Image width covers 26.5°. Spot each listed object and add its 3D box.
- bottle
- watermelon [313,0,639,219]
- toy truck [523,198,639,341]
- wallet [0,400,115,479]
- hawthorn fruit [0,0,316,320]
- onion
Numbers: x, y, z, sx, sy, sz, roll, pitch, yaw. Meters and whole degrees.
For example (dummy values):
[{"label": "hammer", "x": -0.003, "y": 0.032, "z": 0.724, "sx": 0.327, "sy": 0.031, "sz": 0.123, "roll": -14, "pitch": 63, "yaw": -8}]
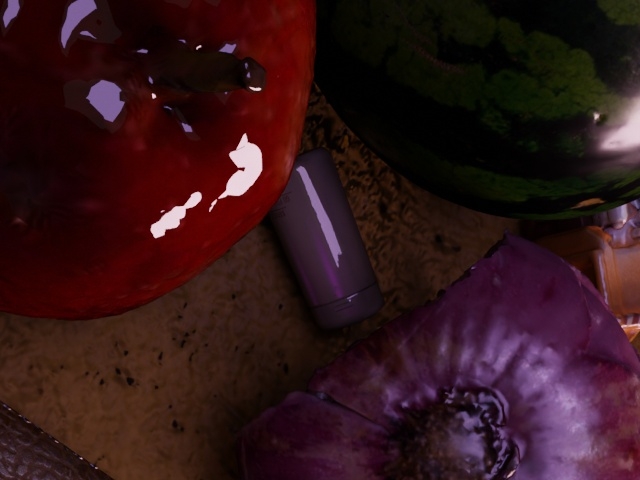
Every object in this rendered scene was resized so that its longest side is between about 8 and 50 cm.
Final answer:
[{"label": "bottle", "x": 0.000, "y": 0.000, "z": 0.745, "sx": 0.045, "sy": 0.045, "sz": 0.096, "roll": -23, "pitch": 95, "yaw": -29}, {"label": "watermelon", "x": 0.117, "y": -0.157, "z": 0.698, "sx": 0.285, "sy": 0.285, "sz": 0.285, "roll": 4, "pitch": 80, "yaw": -27}, {"label": "toy truck", "x": 0.252, "y": 0.010, "z": 0.839, "sx": 0.270, "sy": 0.114, "sz": 0.135, "roll": -5, "pitch": 85, "yaw": -27}, {"label": "wallet", "x": -0.143, "y": 0.144, "z": 0.608, "sx": 0.243, "sy": 0.039, "sz": 0.133, "roll": 42, "pitch": 40, "yaw": -31}, {"label": "hawthorn fruit", "x": -0.091, "y": -0.072, "z": 0.591, "sx": 0.210, "sy": 0.266, "sz": 0.230, "roll": 47, "pitch": 67, "yaw": -35}, {"label": "onion", "x": 0.074, "y": 0.113, "z": 0.682, "sx": 0.207, "sy": 0.200, "sz": 0.200, "roll": -28, "pitch": 96, "yaw": -26}]
